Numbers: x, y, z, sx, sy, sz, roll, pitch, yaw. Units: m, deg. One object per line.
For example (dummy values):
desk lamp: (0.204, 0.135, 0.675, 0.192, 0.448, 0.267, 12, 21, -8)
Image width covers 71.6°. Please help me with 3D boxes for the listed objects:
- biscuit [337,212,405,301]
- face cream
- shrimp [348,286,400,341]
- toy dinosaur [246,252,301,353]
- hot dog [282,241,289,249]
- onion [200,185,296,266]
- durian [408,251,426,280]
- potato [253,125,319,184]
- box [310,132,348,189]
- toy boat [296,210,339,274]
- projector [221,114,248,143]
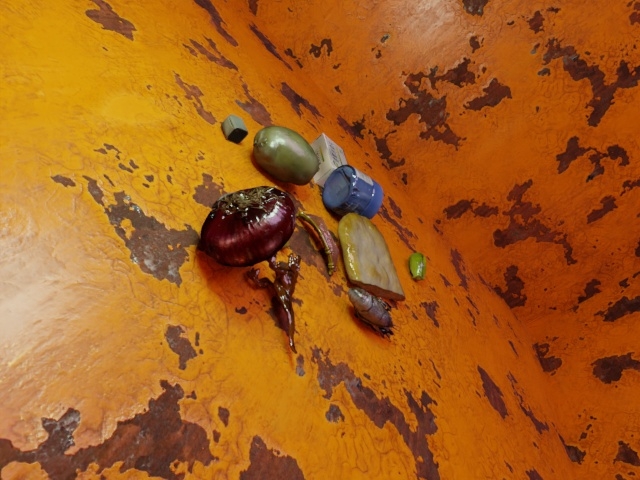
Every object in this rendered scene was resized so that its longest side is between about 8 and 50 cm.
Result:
biscuit: (0.218, 0.073, 2.094, 0.429, 0.104, 0.446, 13, 54, -51)
face cream: (0.157, -0.235, 2.262, 0.225, 0.249, 0.249, 26, 35, -36)
shrimp: (0.220, 0.301, 1.813, 0.343, 0.145, 0.116, 47, 65, -32)
toy dinosaur: (-0.139, 0.154, 1.455, 0.208, 0.097, 0.432, 48, 28, -27)
hot dog: (-0.221, -0.046, 1.625, 0.285, 0.061, 0.088, 25, 47, -40)
onion: (-0.218, -0.032, 1.367, 0.314, 0.313, 0.232, -83, 158, -57)
durian: (0.573, 0.145, 2.619, 0.250, 0.101, 0.139, -79, 160, -58)
potato: (-0.155, -0.385, 1.993, 0.326, 0.221, 0.243, 31, 33, -26)
box: (0.051, -0.422, 2.463, 0.173, 0.145, 0.333, 32, 32, -37)
toy boat: (0.005, -0.005, 1.903, 0.318, 0.099, 0.141, 60, 0, 18)
projector: (-0.373, -0.483, 1.926, 0.083, 0.083, 0.082, 13, 45, -53)
